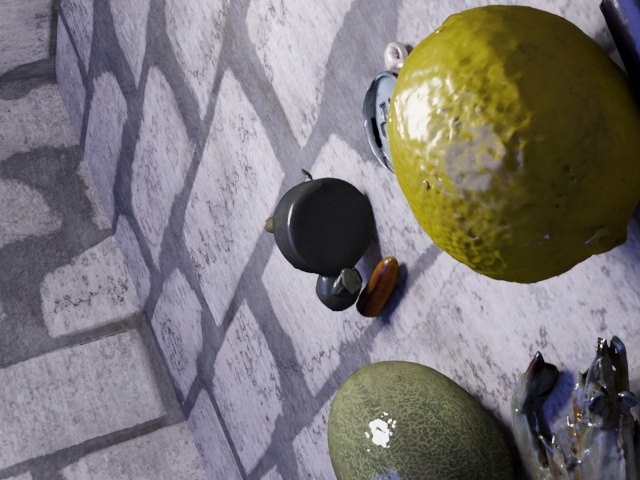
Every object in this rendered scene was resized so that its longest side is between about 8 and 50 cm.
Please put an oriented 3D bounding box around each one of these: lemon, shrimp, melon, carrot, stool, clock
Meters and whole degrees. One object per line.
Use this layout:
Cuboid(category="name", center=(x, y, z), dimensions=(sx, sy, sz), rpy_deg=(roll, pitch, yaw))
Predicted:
Cuboid(category="lemon", center=(0.199, -0.105, 0.978), dimensions=(0.322, 0.268, 0.268), rpy_deg=(62, 151, 34))
Cuboid(category="shrimp", center=(0.310, 0.247, 1.156), dimensions=(0.247, 0.085, 0.361), rpy_deg=(-125, 28, -48))
Cuboid(category="melon", center=(0.138, 0.310, 1.336), dimensions=(0.329, 0.248, 0.249), rpy_deg=(46, 142, 50))
Cuboid(category="carrot", center=(0.099, 0.073, 1.511), dimensions=(0.048, 0.048, 0.139), rpy_deg=(61, 149, 27))
Cuboid(category="stool", center=(-0.008, 0.001, 1.543), dimensions=(0.139, 0.153, 0.228), rpy_deg=(173, 102, -65))
Cuboid(category="clock", center=(0.120, -0.169, 1.324), dimensions=(0.155, 0.063, 0.229), rpy_deg=(-12, 91, 63))

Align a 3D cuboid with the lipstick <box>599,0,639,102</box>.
Cuboid(category="lipstick", center=(0.304, -0.251, 0.894), dimensions=(0.081, 0.081, 0.300), rpy_deg=(-30, 77, 63))
